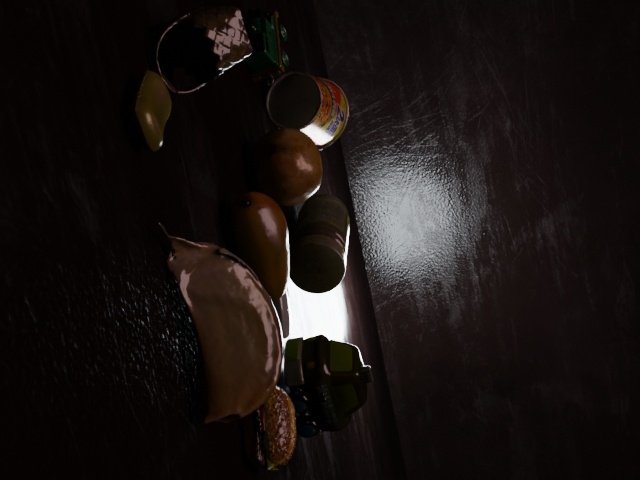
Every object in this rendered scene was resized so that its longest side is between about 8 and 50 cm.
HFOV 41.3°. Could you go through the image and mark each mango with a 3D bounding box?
[{"bbox_3d":[-0.117,0.011,1.753,0.138,0.113,0.253,-82,161,-60],"label":"mango"}]

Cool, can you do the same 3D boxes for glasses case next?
[{"bbox_3d":[-0.105,0.104,1.884,0.092,0.059,0.234,-57,136,-78],"label":"glasses case"}]

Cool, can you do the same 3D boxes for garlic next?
[{"bbox_3d":[-0.157,0.119,1.379,0.196,0.151,0.339,-22,100,-67],"label":"garlic"}]

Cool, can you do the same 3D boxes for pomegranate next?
[{"bbox_3d":[-0.073,-0.171,2.007,0.196,0.196,0.196,-10,90,-80],"label":"pomegranate"}]

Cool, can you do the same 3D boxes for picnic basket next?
[{"bbox_3d":[-0.224,-0.332,1.483,0.178,0.137,0.128,-46,128,-29],"label":"picnic basket"}]

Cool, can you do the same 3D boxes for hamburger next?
[{"bbox_3d":[-0.094,0.353,1.617,0.137,0.087,0.166,61,21,-61],"label":"hamburger"}]

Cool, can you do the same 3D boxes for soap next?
[{"bbox_3d":[-0.265,-0.201,1.319,0.140,0.045,0.089,-88,162,-46],"label":"soap"}]

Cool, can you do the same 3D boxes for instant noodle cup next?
[{"bbox_3d":[-0.045,-0.364,2.328,0.174,0.213,0.213,11,69,-71],"label":"instant noodle cup"}]

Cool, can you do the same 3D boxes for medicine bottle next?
[{"bbox_3d":[0.000,0.000,2.320,0.322,0.151,0.151,-81,159,-62],"label":"medicine bottle"}]

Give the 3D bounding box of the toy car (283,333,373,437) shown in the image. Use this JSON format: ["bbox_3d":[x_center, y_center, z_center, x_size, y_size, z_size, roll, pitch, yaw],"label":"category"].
[{"bbox_3d":[0.026,0.335,1.995,0.204,0.198,0.248,-88,165,-54],"label":"toy car"}]

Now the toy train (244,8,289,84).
[{"bbox_3d":[-0.148,-0.506,2.174,0.136,0.091,0.228,34,46,-62],"label":"toy train"}]
